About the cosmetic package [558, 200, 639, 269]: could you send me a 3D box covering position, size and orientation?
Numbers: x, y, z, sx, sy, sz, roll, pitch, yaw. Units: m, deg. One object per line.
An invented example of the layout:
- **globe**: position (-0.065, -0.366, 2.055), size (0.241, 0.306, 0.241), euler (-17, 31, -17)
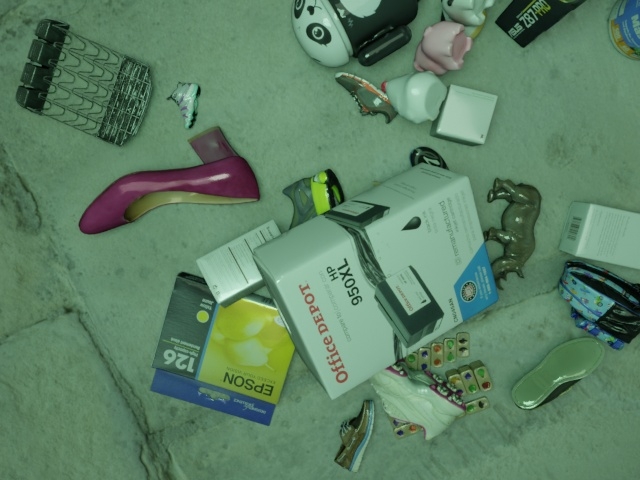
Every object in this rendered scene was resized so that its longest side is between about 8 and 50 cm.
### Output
- **cosmetic package**: position (0.646, -0.004, 1.053), size (0.231, 0.085, 0.117), euler (13, 99, -1)

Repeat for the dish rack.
- **dish rack**: position (-0.496, -0.329, 1.061), size (0.271, 0.074, 0.208), euler (23, 100, -3)

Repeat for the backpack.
- **backpack**: position (0.576, 0.123, 1.043), size (0.173, 0.158, 0.117), euler (31, 117, 11)

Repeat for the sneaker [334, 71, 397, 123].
- **sneaker**: position (0.093, -0.297, 1.046), size (0.158, 0.061, 0.065), euler (29, 105, -1)

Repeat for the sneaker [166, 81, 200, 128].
- **sneaker**: position (-0.301, -0.293, 1.075), size (0.069, 0.038, 0.098), euler (11, 89, 2)

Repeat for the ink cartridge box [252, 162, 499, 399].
- **ink cartridge box**: position (0.111, 0.070, 0.957), size (0.395, 0.166, 0.285), euler (-28, 115, -11)

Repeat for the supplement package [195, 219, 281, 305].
- **supplement package**: position (-0.153, 0.051, 1.053), size (0.179, 0.105, 0.105), euler (-28, 80, -10)

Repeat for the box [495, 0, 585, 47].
- **box**: position (0.512, -0.548, 0.859), size (0.097, 0.318, 0.395), euler (42, 99, -4)

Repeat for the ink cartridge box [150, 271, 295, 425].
- **ink cartridge box**: position (-0.220, 0.260, 1.138), size (0.303, 0.072, 0.307), euler (17, 96, -1)

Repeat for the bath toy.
- **bath toy**: position (0.234, -0.388, 0.965), size (0.129, 0.151, 0.348), euler (27, 87, 37)

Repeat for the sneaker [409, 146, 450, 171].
- **sneaker**: position (0.258, -0.121, 1.053), size (0.067, 0.078, 0.188), euler (-34, 95, 7)

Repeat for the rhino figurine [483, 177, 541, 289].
- **rhino figurine**: position (0.408, -0.009, 1.068), size (0.106, 0.073, 0.243), euler (5, 100, 5)

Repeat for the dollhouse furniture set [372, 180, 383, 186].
- **dollhouse furniture set**: position (0.137, -0.067, 1.103), size (0.081, 0.091, 0.114), euler (-26, 70, 45)

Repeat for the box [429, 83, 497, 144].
- **box**: position (0.292, -0.255, 1.027), size (0.101, 0.087, 0.102), euler (14, 99, 0)

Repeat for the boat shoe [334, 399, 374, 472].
- **boat shoe**: position (0.077, 0.450, 1.153), size (0.066, 0.066, 0.183), euler (15, 99, 1)

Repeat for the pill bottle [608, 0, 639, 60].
- **pill bottle**: position (0.660, -0.427, 0.893), size (0.152, 0.272, 0.152), euler (0, 98, 3)

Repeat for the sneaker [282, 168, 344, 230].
- **sneaker**: position (0.000, 0.000, 1.082), size (0.121, 0.111, 0.300), euler (-6, 100, 24)

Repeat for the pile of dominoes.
- **pile of dominoes**: position (0.260, 0.340, 1.142), size (0.251, 0.040, 0.196), euler (-22, 97, 5)

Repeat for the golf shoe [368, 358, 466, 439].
- **golf shoe**: position (0.161, 0.324, 1.096), size (0.306, 0.115, 0.140), euler (32, 105, 6)

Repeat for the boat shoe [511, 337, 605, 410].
- **boat shoe**: position (0.527, 0.298, 1.113), size (0.227, 0.069, 0.081), euler (-35, 56, 3)

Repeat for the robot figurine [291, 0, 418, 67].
- **robot figurine**: position (0.075, -0.460, 0.961), size (0.278, 0.209, 0.173), euler (-32, 127, 6)

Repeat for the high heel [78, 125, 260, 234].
- **high heel**: position (-0.321, -0.074, 1.055), size (0.377, 0.127, 0.181), euler (-33, 85, 3)
